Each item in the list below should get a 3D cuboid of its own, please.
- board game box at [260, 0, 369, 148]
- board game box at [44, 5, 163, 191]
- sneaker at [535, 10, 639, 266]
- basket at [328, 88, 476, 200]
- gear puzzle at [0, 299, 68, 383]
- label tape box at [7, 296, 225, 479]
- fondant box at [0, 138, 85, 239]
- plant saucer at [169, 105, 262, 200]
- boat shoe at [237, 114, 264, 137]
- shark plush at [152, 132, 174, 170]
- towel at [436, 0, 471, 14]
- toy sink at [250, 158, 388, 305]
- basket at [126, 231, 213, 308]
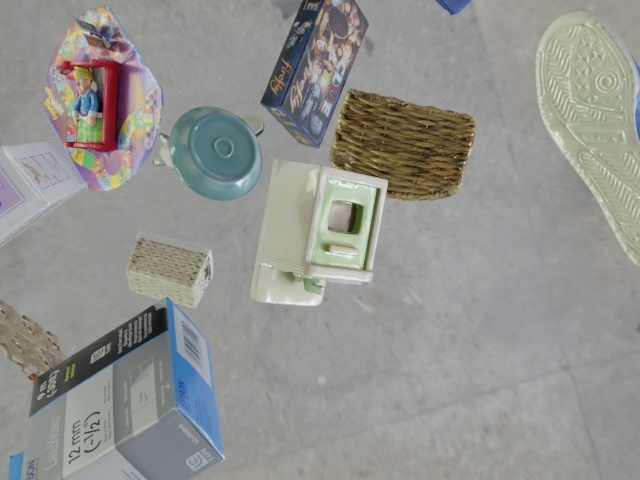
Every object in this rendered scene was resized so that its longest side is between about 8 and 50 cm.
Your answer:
[{"bbox_3d":[-0.005,-0.295,1.437,0.042,0.165,0.243,17,80,26],"label":"board game box"},{"bbox_3d":[-0.212,-0.127,0.789,0.133,0.033,0.169,-46,65,28],"label":"board game box"},{"bbox_3d":[0.178,-0.060,0.507,0.058,0.084,0.152,-29,86,31],"label":"sneaker"},{"bbox_3d":[0.179,-0.199,1.946,0.299,0.223,0.214,13,96,4],"label":"basket"},{"bbox_3d":[-0.510,0.172,1.445,0.044,0.339,0.175,-36,59,-2],"label":"gear puzzle"},{"bbox_3d":[-0.306,0.259,1.150,0.347,0.249,0.115,-30,121,5],"label":"label tape box"},{"bbox_3d":[-0.465,-0.034,1.205,0.238,0.330,0.096,-35,101,-1],"label":"fondant box"},{"bbox_3d":[-0.118,-0.106,1.030,0.119,0.021,0.119,10,70,-28],"label":"plant saucer"},{"bbox_3d":[-0.138,-0.164,1.395,0.125,0.038,0.046,-17,57,25],"label":"boat shoe"},{"bbox_3d":[-0.287,-0.178,1.837,0.067,0.161,0.073,-3,109,-42],"label":"shark plush"},{"bbox_3d":[0.253,-0.571,1.449,0.243,0.040,0.336,45,120,-3],"label":"towel"},{"bbox_3d":[0.000,0.000,1.406,0.152,0.131,0.234,9,93,-41],"label":"toy sink"},{"bbox_3d":[-0.325,0.066,1.880,0.167,0.113,0.103,15,58,5],"label":"basket"}]
